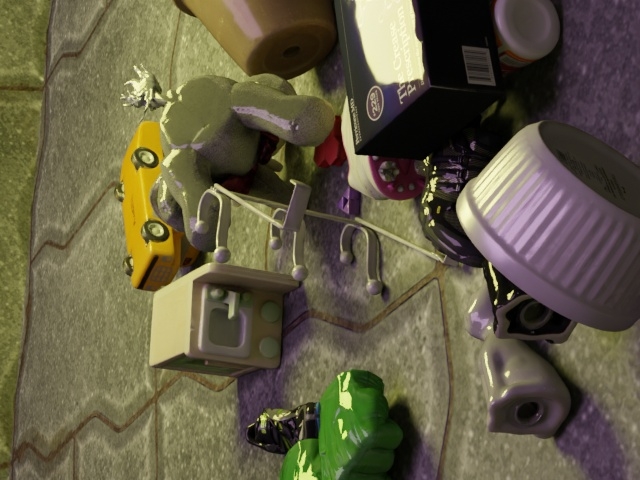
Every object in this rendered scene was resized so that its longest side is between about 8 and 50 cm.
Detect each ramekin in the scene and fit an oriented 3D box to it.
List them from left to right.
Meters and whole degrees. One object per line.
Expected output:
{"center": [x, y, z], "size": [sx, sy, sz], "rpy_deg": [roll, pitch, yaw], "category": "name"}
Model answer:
{"center": [0.242, -0.021, 1.333], "size": [0.109, 0.207, 0.207], "rpy_deg": [-56, 33, 25], "category": "ramekin"}

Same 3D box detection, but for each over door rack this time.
{"center": [0.000, 0.000, 1.781], "size": [0.324, 0.240, 0.108], "rpy_deg": [2, 81, 65], "category": "over door rack"}

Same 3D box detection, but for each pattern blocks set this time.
{"center": [0.081, -0.186, 1.929], "size": [0.324, 0.026, 0.285], "rpy_deg": [-67, 28, 26], "category": "pattern blocks set"}

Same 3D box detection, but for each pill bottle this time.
{"center": [0.199, -0.229, 1.626], "size": [0.152, 0.086, 0.086], "rpy_deg": [-21, 62, 61], "category": "pill bottle"}

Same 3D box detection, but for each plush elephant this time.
{"center": [-0.128, -0.117, 2.101], "size": [0.330, 0.255, 0.272], "rpy_deg": [36, 87, 33], "category": "plush elephant"}

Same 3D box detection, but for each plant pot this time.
{"center": [-0.087, -0.370, 2.130], "size": [0.263, 0.263, 0.229], "rpy_deg": [-52, 54, 45], "category": "plant pot"}

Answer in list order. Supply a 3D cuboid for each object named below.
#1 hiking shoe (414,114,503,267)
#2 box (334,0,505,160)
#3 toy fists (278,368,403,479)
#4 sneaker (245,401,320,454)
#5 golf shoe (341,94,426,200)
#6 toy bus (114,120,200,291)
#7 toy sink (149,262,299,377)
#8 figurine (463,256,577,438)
{"center": [0.166, -0.074, 1.638], "size": [0.114, 0.086, 0.226], "rpy_deg": [119, 150, -42], "category": "hiking shoe"}
{"center": [0.103, -0.247, 1.613], "size": [0.184, 0.103, 0.261], "rpy_deg": [137, 130, -58], "category": "box"}
{"center": [0.024, 0.298, 1.801], "size": [0.142, 0.096, 0.279], "rpy_deg": [-92, 24, -46], "category": "toy fists"}
{"center": [-0.049, 0.266, 1.979], "size": [0.188, 0.078, 0.067], "rpy_deg": [-30, 55, 58], "category": "sneaker"}
{"center": [0.067, -0.198, 1.799], "size": [0.140, 0.115, 0.306], "rpy_deg": [168, 102, -66], "category": "golf shoe"}
{"center": [-0.286, -0.061, 2.538], "size": [0.108, 0.130, 0.332], "rpy_deg": [-57, 34, 39], "category": "toy bus"}
{"center": [-0.147, 0.130, 2.152], "size": [0.234, 0.153, 0.131], "rpy_deg": [-26, 58, 59], "category": "toy sink"}
{"center": [0.198, 0.068, 1.482], "size": [0.209, 0.092, 0.214], "rpy_deg": [-103, 9, -52], "category": "figurine"}
